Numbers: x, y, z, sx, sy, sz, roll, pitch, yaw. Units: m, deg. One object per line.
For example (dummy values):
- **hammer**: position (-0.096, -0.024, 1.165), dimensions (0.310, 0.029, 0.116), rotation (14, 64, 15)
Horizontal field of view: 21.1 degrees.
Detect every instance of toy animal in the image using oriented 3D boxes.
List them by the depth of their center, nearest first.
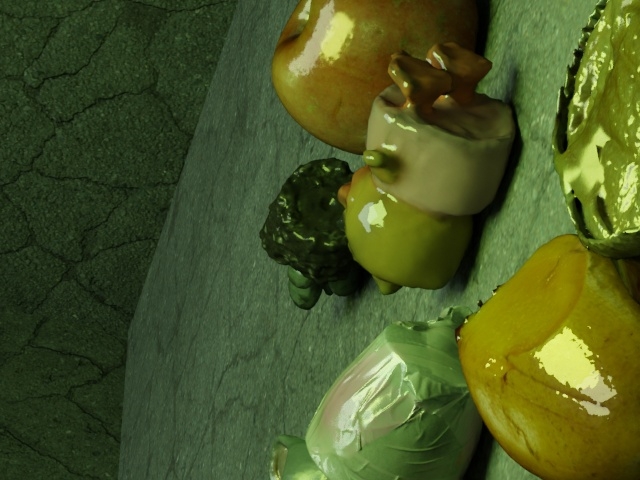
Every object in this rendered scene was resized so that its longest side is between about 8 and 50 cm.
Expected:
- **toy animal**: position (0.110, -0.062, 1.860), dimensions (0.169, 0.195, 0.281), rotation (44, 129, 26)

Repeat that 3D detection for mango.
- **mango**: position (0.209, 0.109, 1.327), dimensions (0.187, 0.138, 0.257), rotation (-61, 21, 16)

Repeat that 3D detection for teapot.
- **teapot**: position (0.107, 0.171, 1.757), dimensions (0.163, 0.221, 0.178), rotation (41, 117, 29)

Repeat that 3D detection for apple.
- **apple**: position (0.062, -0.226, 2.023), dimensions (0.253, 0.253, 0.254), rotation (-169, 90, -77)

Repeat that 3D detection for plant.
- **plant**: position (-0.002, 0.001, 2.262), dimensions (0.146, 0.149, 0.274), rotation (-38, -14, -14)

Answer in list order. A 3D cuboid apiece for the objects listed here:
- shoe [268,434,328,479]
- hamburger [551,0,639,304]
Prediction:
- **shoe**: position (-0.008, 0.295, 2.021), dimensions (0.251, 0.100, 0.103), rotation (14, 112, 58)
- **hamburger**: position (0.273, -0.096, 1.232), dimensions (0.265, 0.134, 0.285), rotation (-95, 27, -58)
